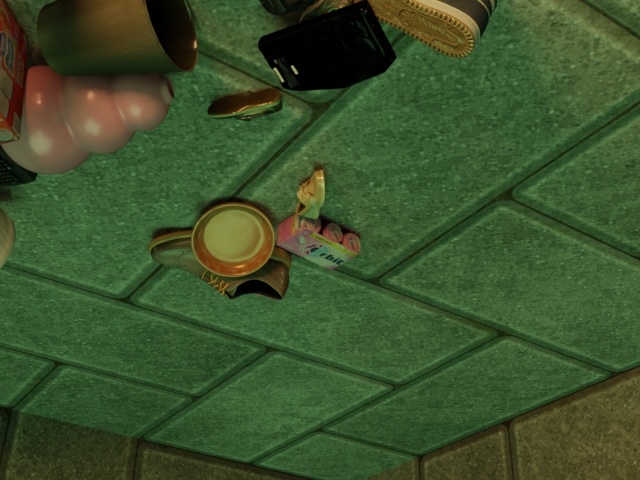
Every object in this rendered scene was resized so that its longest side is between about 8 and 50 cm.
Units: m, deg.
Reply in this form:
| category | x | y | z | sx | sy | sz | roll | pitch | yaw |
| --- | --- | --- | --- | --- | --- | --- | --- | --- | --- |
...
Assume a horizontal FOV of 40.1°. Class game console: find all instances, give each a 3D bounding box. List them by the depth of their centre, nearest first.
| category | x | y | z | sx | sy | sz | roll | pitch | yaw |
| --- | --- | --- | --- | --- | --- | --- | --- | --- | --- |
| game console | -0.038 | -0.400 | 1.444 | 0.213 | 0.044 | 0.361 | -11 | 130 | 30 |

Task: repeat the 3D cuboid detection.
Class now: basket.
| category | x | y | z | sx | sy | sz | roll | pitch | yaw |
| --- | --- | --- | --- | --- | --- | --- | --- | --- | --- |
| basket | -0.356 | -0.363 | 1.513 | 0.226 | 0.154 | 0.204 | -6 | 145 | 18 |

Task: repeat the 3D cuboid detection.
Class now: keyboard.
| category | x | y | z | sx | sy | sz | roll | pitch | yaw |
| --- | --- | --- | --- | --- | --- | --- | --- | --- | --- |
| keyboard | -0.712 | -0.216 | 1.856 | 0.201 | 0.033 | 0.317 | -12 | 146 | 19 |

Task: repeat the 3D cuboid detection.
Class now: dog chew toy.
| category | x | y | z | sx | sy | sz | roll | pitch | yaw |
| --- | --- | --- | --- | --- | --- | --- | --- | --- | --- |
| dog chew toy | -0.439 | -0.246 | 1.655 | 0.331 | 0.207 | 0.207 | -13 | 145 | 8 |

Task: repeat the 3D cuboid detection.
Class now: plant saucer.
| category | x | y | z | sx | sy | sz | roll | pitch | yaw |
| --- | --- | --- | --- | --- | --- | --- | --- | --- | --- |
| plant saucer | -0.208 | -0.006 | 2.093 | 0.199 | 0.037 | 0.200 | -3 | 119 | -6 |

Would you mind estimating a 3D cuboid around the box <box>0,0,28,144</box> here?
| category | x | y | z | sx | sy | sz | roll | pitch | yaw |
| --- | --- | --- | --- | --- | --- | --- | --- | --- | --- |
| box | -0.594 | -0.294 | 1.516 | 0.122 | 0.257 | 0.128 | -11 | 146 | 4 |

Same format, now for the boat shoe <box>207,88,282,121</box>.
| category | x | y | z | sx | sy | sz | roll | pitch | yaw |
| --- | --- | --- | --- | --- | --- | --- | --- | --- | --- |
| boat shoe | -0.148 | -0.260 | 1.744 | 0.152 | 0.056 | 0.049 | -8 | 141 | 13 |

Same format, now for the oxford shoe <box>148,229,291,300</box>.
| category | x | y | z | sx | sy | sz | roll | pitch | yaw |
| --- | --- | --- | --- | --- | --- | --- | --- | --- | --- |
| oxford shoe | -0.250 | 0.067 | 2.182 | 0.363 | 0.133 | 0.130 | 9 | 147 | -11 |

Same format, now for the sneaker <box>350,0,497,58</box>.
| category | x | y | z | sx | sy | sz | roll | pitch | yaw |
| --- | --- | --- | --- | --- | --- | --- | --- | --- | --- |
| sneaker | 0.162 | -0.427 | 1.457 | 0.282 | 0.153 | 0.099 | 34 | 148 | 5 |

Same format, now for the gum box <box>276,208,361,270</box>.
| category | x | y | z | sx | sy | sz | roll | pitch | yaw |
| --- | --- | --- | --- | --- | --- | --- | --- | --- | --- |
| gum box | 0.000 | 0.000 | 2.135 | 0.188 | 0.062 | 0.107 | 26 | 140 | -33 |

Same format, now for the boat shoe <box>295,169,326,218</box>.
| category | x | y | z | sx | sy | sz | roll | pitch | yaw |
| --- | --- | --- | --- | --- | --- | --- | --- | --- | --- |
| boat shoe | -0.024 | -0.101 | 1.980 | 0.059 | 0.063 | 0.170 | 0 | 148 | -10 |

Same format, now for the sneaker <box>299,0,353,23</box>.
| category | x | y | z | sx | sy | sz | roll | pitch | yaw |
| --- | --- | --- | --- | --- | --- | --- | --- | --- | --- |
| sneaker | 0.008 | -0.381 | 1.532 | 0.064 | 0.076 | 0.166 | 18 | 144 | -22 |

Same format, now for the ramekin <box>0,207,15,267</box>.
| category | x | y | z | sx | sy | sz | roll | pitch | yaw |
| --- | --- | --- | --- | --- | --- | --- | --- | --- | --- |
| ramekin | -0.837 | -0.022 | 1.949 | 0.277 | 0.277 | 0.135 | -2 | 139 | 4 |
